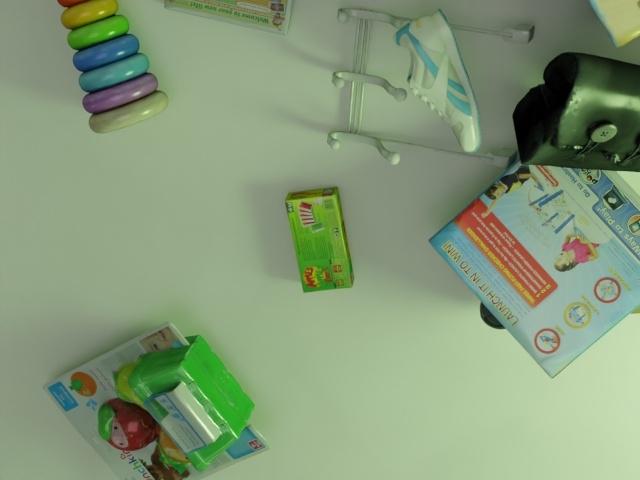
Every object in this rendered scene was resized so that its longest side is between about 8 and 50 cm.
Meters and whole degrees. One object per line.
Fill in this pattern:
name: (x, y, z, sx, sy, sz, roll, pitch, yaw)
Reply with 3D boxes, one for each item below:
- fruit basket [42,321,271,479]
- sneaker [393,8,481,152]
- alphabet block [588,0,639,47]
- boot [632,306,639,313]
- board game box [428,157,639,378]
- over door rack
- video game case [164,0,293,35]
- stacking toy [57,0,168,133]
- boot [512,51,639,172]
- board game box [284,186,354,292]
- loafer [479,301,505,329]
fruit basket: (-0.321, 0.345, 2.008, 0.353, 0.165, 0.327, -28, 107, 21)
sneaker: (0.188, -0.239, 1.632, 0.092, 0.087, 0.229, -21, 107, 9)
alphabet block: (0.469, -0.434, 1.551, 0.197, 0.192, 0.193, -30, 108, 20)
boot: (0.558, 0.037, 1.796, 0.269, 0.089, 0.236, 4, 113, 7)
board game box: (0.393, 0.013, 1.731, 0.302, 0.086, 0.308, -42, 83, 11)
over door rack: (0.177, -0.246, 1.715, 0.324, 0.108, 0.240, 7, 115, 5)
video game case: (-0.140, -0.452, 1.715, 0.212, 0.023, 0.193, 13, 114, 1)
stacking toy: (-0.373, -0.351, 1.735, 0.141, 0.141, 0.330, -16, 106, 14)
boot: (0.554, -0.226, 1.548, 0.445, 0.146, 0.367, 10, 137, -12)
board game box: (0.000, 0.000, 1.879, 0.092, 0.043, 0.181, -7, 112, 11)
loafer: (0.366, 0.033, 1.832, 0.096, 0.084, 0.267, 34, 100, 20)
